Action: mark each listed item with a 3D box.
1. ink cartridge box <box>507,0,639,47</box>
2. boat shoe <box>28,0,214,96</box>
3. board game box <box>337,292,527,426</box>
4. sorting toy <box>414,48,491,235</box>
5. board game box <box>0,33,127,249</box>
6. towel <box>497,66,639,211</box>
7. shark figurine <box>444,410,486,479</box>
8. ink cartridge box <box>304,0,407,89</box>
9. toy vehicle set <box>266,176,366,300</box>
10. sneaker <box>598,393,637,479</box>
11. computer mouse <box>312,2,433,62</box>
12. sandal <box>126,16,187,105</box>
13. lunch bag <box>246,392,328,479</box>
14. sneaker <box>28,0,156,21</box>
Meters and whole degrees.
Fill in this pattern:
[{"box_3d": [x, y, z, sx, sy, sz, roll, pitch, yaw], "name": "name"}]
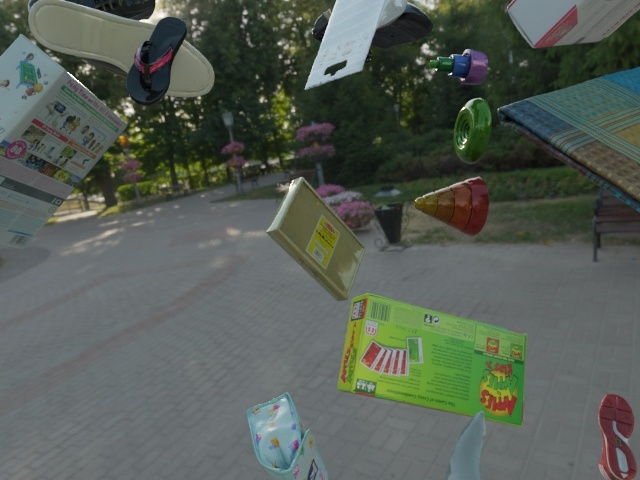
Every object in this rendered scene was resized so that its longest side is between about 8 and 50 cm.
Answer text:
[{"box_3d": [0.564, -0.519, 0.976, 0.283, 0.117, 0.207, -19, -16, -32], "name": "ink cartridge box"}, {"box_3d": [-0.364, -0.365, 0.907, 0.324, 0.117, 0.097, 14, 17, -18], "name": "boat shoe"}, {"box_3d": [0.114, 0.120, 0.472, 0.181, 0.092, 0.043, 15, -18, -13], "name": "board game box"}, {"box_3d": [0.249, -0.193, 0.928, 0.126, 0.366, 0.127, 2, 0, -7], "name": "sorting toy"}, {"box_3d": [-0.491, -0.141, 0.776, 0.303, 0.097, 0.224, -51, -5, -5], "name": "board game box"}, {"box_3d": [0.488, -0.167, 0.711, 0.370, 0.040, 0.271, -21, 50, -24], "name": "towel"}, {"box_3d": [0.081, 0.281, 0.423, 0.166, 0.278, 0.116, -7, 29, -2], "name": "shark figurine"}, {"box_3d": [0.071, -0.383, 0.873, 0.056, 0.225, 0.181, 21, -8, -34], "name": "ink cartridge box"}, {"box_3d": [0.000, 0.000, 1.126, 0.035, 0.267, 0.166, -14, 40, 42], "name": "toy vehicle set"}, {"box_3d": [0.756, 0.524, 1.239, 0.087, 0.128, 0.221, 13, 51, 18], "name": "sneaker"}, {"box_3d": [0.101, -0.462, 0.997, 0.184, 0.060, 0.262, 12, -3, -30], "name": "computer mouse"}, {"box_3d": [-0.267, -0.299, 0.763, 0.067, 0.179, 0.040, 14, -19, -2], "name": "sandal"}, {"box_3d": [-0.082, 0.579, 1.252, 0.160, 0.223, 0.262, -22, 26, -12], "name": "lunch bag"}, {"box_3d": [-0.497, -0.510, 1.057, 0.267, 0.101, 0.106, -17, -1, -17], "name": "sneaker"}]
